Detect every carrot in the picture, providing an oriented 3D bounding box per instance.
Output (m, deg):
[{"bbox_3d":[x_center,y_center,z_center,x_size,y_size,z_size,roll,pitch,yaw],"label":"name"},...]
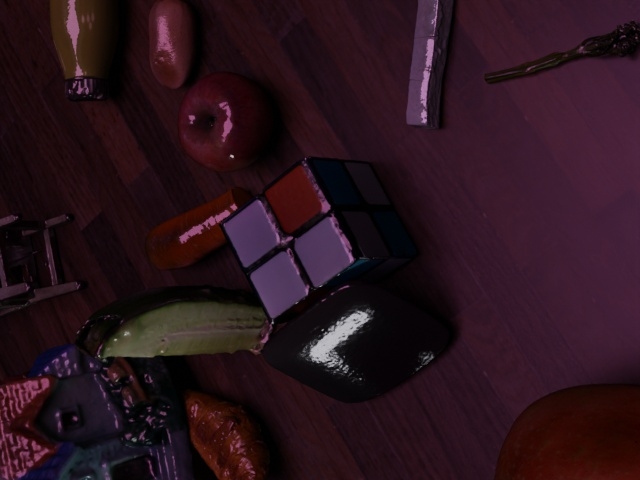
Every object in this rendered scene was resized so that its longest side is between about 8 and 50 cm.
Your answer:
[{"bbox_3d":[-0.187,-0.013,1.747,0.193,0.087,0.087,-24,79,28],"label":"carrot"}]

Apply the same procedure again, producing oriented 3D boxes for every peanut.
[{"bbox_3d":[-0.233,-0.314,1.774,0.076,0.076,0.152,-1,89,32],"label":"peanut"}]

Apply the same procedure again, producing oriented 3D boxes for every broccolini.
[{"bbox_3d":[0.312,-0.242,1.464,0.218,0.044,0.042,-9,102,37],"label":"broccolini"}]

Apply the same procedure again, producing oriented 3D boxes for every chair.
[{"bbox_3d":[-0.556,0.051,1.947,0.270,0.136,0.147,-18,81,32],"label":"chair"}]

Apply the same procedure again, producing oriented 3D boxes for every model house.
[{"bbox_3d":[-0.406,0.311,1.724,0.252,0.329,0.294,-12,86,52],"label":"model house"}]

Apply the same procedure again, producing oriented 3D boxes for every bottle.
[{"bbox_3d":[-0.386,-0.358,1.841,0.112,0.112,0.260,-2,90,32],"label":"bottle"}]

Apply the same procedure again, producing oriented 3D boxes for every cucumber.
[{"bbox_3d":[-0.222,0.113,1.636,0.145,0.325,0.105,17,100,37],"label":"cucumber"}]

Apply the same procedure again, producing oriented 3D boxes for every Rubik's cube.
[{"bbox_3d":[0.000,-0.001,1.575,0.180,0.183,0.167,-37,74,29],"label":"Rubik's cube"}]

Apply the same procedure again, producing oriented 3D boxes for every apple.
[{"bbox_3d":[-0.141,-0.178,1.693,0.153,0.120,0.153,2,93,38],"label":"apple"},{"bbox_3d":[0.330,0.316,1.297,0.277,0.319,0.319,5,94,17],"label":"apple"}]

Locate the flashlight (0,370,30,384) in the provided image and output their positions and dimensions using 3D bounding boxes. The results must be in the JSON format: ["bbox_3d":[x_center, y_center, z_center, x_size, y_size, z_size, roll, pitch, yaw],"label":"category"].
[{"bbox_3d":[-0.481,0.340,1.939,0.093,0.093,0.232,-38,73,27],"label":"flashlight"}]

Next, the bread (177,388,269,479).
[{"bbox_3d":[-0.142,0.302,1.730,0.233,0.076,0.105,40,114,34],"label":"bread"}]

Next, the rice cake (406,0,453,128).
[{"bbox_3d":[0.154,-0.276,1.551,0.045,0.042,0.245,13,99,43],"label":"rice cake"}]

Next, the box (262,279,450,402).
[{"bbox_3d":[0.049,0.140,1.556,0.212,0.201,0.042,-41,32,28],"label":"box"}]
